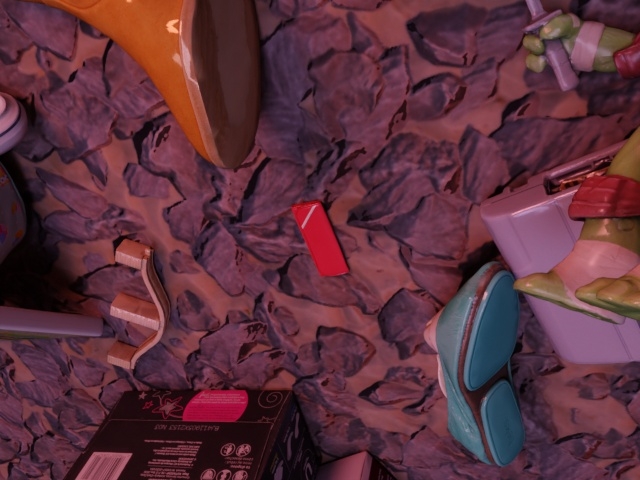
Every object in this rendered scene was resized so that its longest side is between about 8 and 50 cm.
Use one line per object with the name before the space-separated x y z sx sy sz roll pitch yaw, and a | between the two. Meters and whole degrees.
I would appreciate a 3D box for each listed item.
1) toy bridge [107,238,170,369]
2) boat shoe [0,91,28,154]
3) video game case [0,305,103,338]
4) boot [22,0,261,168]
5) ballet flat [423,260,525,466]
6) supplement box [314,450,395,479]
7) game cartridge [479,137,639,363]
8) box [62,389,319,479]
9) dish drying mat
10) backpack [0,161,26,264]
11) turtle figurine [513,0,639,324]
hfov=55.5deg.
toy bridge | -0.203 0.080 0.687 0.063 0.026 0.188 19 127 -1
boat shoe | -0.370 -0.098 0.508 0.083 0.226 0.076 61 154 23
video game case | -0.393 0.090 0.658 0.206 0.026 0.227 -5 166 20
boot | -0.170 -0.191 0.453 0.211 0.104 0.295 0 119 22
ballet flat | 0.139 0.116 0.578 0.087 0.083 0.247 25 141 45
supplement box | 0.076 0.389 0.793 0.130 0.073 0.239 -30 112 31
game cartridge | 0.300 -0.001 0.470 0.294 0.060 0.196 -23 119 28
box | -0.148 0.287 0.729 0.247 0.163 0.142 -6 121 20
dish drying mat | 0.000 0.000 0.583 0.032 0.008 0.083 -10 120 21
backpack | -0.403 -0.025 0.601 0.188 0.144 0.166 3 127 2
turtle figurine | 0.165 -0.097 0.336 0.274 0.267 0.197 22 175 -37
